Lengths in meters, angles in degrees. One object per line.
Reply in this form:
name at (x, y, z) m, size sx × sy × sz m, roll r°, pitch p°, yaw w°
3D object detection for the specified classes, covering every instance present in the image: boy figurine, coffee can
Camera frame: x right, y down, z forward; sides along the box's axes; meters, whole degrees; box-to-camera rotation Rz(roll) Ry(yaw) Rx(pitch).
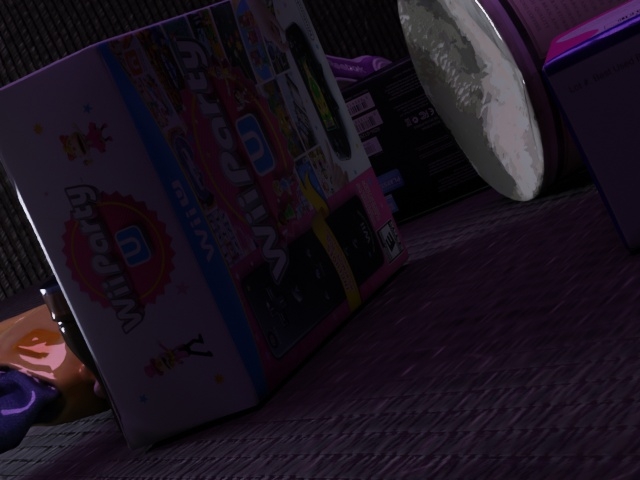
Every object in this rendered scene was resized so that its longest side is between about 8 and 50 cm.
boy figurine at (-0.185, 0.082, 1.126) m, size 0.177 × 0.092 × 0.285 m, roll 7°, pitch 31°, yaw 42°
coffee can at (0.225, -0.178, 1.198) m, size 0.275 × 0.202 × 0.201 m, roll -27°, pitch 6°, yaw -13°

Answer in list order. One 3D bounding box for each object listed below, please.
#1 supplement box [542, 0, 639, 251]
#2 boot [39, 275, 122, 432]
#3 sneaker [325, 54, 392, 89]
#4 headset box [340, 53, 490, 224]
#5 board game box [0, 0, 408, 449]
supplement box at (0.199, -0.083, 0.906) m, size 0.111 × 0.114 × 0.220 m, roll -25°, pitch 7°, yaw 14°
boot at (-0.110, 0.050, 1.083) m, size 0.082 × 0.106 × 0.219 m, roll -18°, pitch 7°, yaw 24°
sneaker at (0.011, -0.133, 1.765) m, size 0.305 × 0.114 × 0.152 m, roll 14°, pitch -54°, yaw -33°
headset box at (0.160, -0.138, 1.475) m, size 0.246 × 0.131 × 0.283 m, roll -23°, pitch 6°, yaw 25°
board game box at (-0.064, -0.031, 1.024) m, size 0.097 × 0.224 × 0.303 m, roll -21°, pitch 8°, yaw 25°
